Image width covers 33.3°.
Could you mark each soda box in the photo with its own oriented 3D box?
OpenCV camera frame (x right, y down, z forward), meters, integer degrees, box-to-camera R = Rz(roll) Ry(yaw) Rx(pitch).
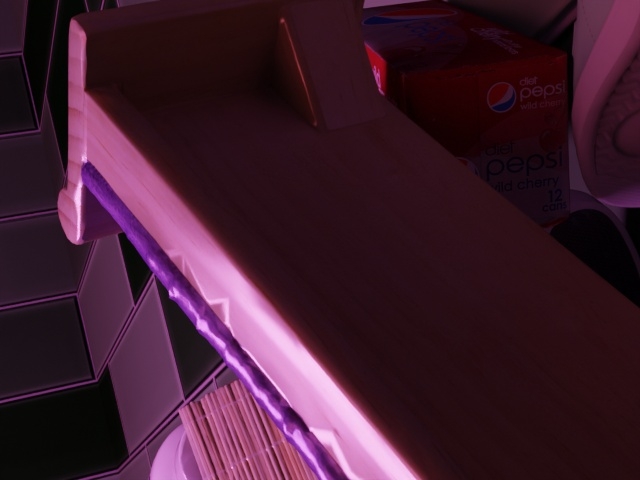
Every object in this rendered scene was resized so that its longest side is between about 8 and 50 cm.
[{"bbox_3d":[0.066,-0.083,0.634,0.263,0.083,0.092,-113,15,-70],"label":"soda box"}]

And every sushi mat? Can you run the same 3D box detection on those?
[{"bbox_3d":[-0.034,0.264,1.081,0.019,0.151,0.316,50,-169,-55],"label":"sushi mat"}]

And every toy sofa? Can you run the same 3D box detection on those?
[{"bbox_3d":[0.040,0.055,0.418,0.362,0.150,0.177,46,140,36],"label":"toy sofa"}]

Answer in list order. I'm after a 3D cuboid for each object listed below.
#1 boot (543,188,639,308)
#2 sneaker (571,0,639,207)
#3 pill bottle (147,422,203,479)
[{"bbox_3d":[0.124,0.080,0.665,0.176,0.088,0.244,-152,51,-66],"label":"boot"},{"bbox_3d":[0.159,-0.141,0.488,0.256,0.094,0.151,83,-174,-48],"label":"sneaker"},{"bbox_3d":[-0.126,0.308,1.291,0.301,0.169,0.169,115,139,-57],"label":"pill bottle"}]
